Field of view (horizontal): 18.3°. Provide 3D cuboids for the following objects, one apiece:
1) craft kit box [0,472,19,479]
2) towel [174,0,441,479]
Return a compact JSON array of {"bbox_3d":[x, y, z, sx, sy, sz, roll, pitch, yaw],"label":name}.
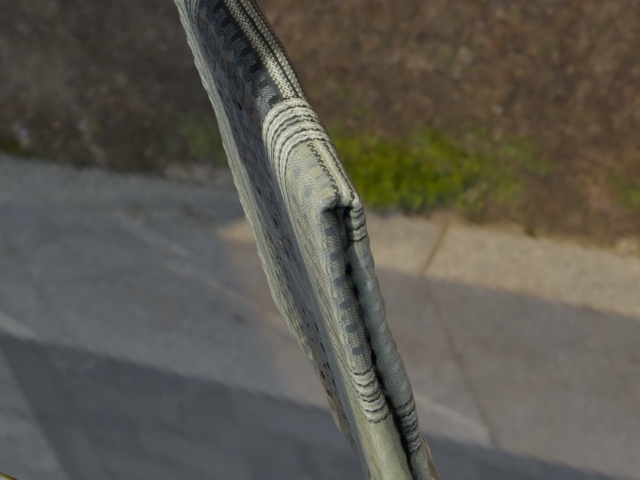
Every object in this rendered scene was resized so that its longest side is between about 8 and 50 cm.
[{"bbox_3d":[-0.131,0.158,0.804,0.247,0.061,0.250,23,-172,-1],"label":"craft kit box"},{"bbox_3d":[0.000,0.000,1.205,0.312,0.056,0.324,-119,10,-48],"label":"towel"}]
